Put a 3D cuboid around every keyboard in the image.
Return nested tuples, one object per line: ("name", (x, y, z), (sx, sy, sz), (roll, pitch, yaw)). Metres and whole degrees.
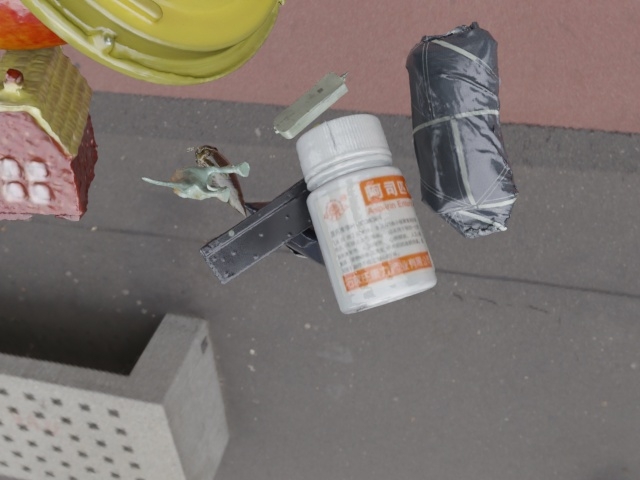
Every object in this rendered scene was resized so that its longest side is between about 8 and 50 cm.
("keyboard", (-0.077, -0.022, 0.925), (0.072, 0.231, 0.023), (54, 170, 5))

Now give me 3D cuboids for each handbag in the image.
("handbag", (0.000, 0.000, 1.061), (0.211, 0.254, 0.088), (30, 95, 26))

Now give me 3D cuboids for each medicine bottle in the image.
("medicine bottle", (0.057, -0.035, 0.811), (0.144, 0.144, 0.252), (-25, 78, 31))

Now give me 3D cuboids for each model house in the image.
("model house", (-0.445, -0.181, 0.917), (0.160, 0.196, 0.254), (4, 137, -14))

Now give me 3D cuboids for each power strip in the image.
("power strip", (-0.019, -0.330, 1.416), (0.227, 0.080, 0.029), (-39, 136, 5))

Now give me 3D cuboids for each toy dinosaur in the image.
("toy dinosaur", (-0.290, -0.139, 1.396), (0.205, 0.393, 0.092), (6, 108, 23))

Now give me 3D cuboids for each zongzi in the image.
("zongzi", (-0.274, -0.167, 1.639), (0.084, 0.184, 0.187), (-32, 158, 0))

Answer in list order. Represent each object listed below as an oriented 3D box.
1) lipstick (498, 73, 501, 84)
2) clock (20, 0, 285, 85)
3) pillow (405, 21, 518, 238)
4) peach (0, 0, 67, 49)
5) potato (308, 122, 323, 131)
("lipstick", (0.320, -0.305, 1.151), (0.068, 0.274, 0.061), (-43, 81, 22))
("clock", (-0.093, -0.213, 0.348), (0.057, 0.237, 0.237), (-4, 128, 43))
("pillow", (0.222, -0.169, 0.938), (0.161, 0.092, 0.335), (-5, 92, 41))
("peach", (-0.393, -0.432, 0.768), (0.388, 0.388, 0.388), (8, 129, 10))
("potato", (-0.010, -0.175, 1.344), (0.081, 0.120, 0.149), (29, 154, 28))
